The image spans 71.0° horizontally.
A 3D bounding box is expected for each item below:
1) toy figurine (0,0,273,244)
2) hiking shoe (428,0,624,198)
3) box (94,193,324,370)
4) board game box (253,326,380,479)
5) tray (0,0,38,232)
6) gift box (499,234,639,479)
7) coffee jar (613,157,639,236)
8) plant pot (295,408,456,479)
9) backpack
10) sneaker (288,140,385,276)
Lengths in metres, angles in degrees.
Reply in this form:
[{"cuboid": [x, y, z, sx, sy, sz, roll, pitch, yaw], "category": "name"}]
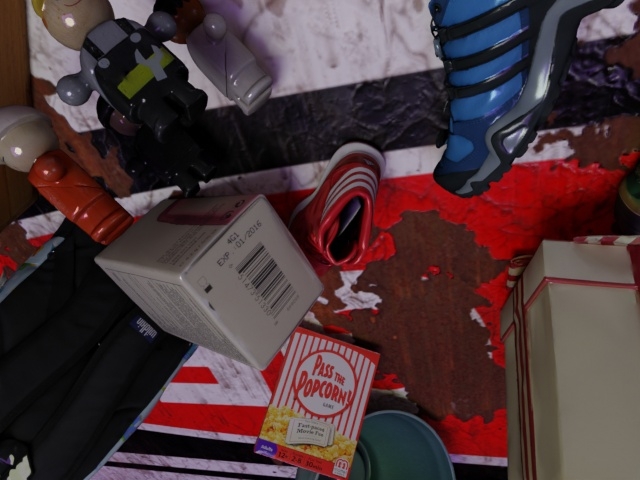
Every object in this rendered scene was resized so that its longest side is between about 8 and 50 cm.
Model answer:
[{"cuboid": [-0.170, -0.126, 0.416, 0.148, 0.213, 0.209, 44, 124, -2], "category": "toy figurine"}, {"cuboid": [0.140, -0.166, 0.367, 0.131, 0.113, 0.304, 24, 141, 8], "category": "hiking shoe"}, {"cuboid": [-0.137, 0.039, 0.541, 0.232, 0.127, 0.149, 4, 135, 46], "category": "box"}, {"cuboid": [-0.003, 0.249, 0.702, 0.146, 0.194, 0.045, 18, 162, -3], "category": "board game box"}, {"cuboid": [-0.386, -0.145, 0.451, 0.076, 0.203, 0.411, 23, 131, -8], "category": "tray"}, {"cuboid": [0.337, 0.129, 0.458, 0.254, 0.258, 0.276, 6, 152, 7], "category": "gift box"}, {"cuboid": [0.346, -0.081, 0.407, 0.096, 0.079, 0.185, 5, 130, 10], "category": "coffee jar"}, {"cuboid": [0.070, 0.451, 0.820, 0.293, 0.293, 0.196, 36, 156, -17], "category": "plant pot"}, {"cuboid": [-0.357, 0.183, 0.623, 0.273, 0.356, 0.290, -29, 118, 33], "category": "backpack"}, {"cuboid": [0.000, 0.000, 0.528, 0.086, 0.128, 0.221, 20, 131, -4], "category": "sneaker"}]
